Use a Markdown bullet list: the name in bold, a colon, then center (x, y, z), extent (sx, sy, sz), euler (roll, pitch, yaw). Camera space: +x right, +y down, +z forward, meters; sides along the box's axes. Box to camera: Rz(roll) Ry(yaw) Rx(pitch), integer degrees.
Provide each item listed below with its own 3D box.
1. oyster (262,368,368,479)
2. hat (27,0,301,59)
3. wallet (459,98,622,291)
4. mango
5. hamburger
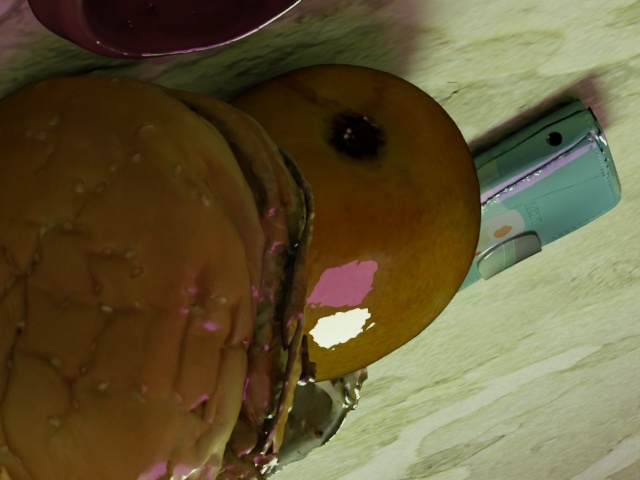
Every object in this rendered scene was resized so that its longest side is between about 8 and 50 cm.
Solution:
- **oyster**: center (-0.119, 0.149, 1.738), extent (0.361, 0.096, 0.221), euler (-40, 122, 21)
- **hat**: center (-0.080, -0.189, 1.060), extent (0.205, 0.089, 0.205), euler (-19, 155, -9)
- **wallet**: center (0.163, -0.029, 1.735), extent (0.250, 0.075, 0.176), euler (-28, 155, 4)
- **mango**: center (0.000, 0.000, 1.419), extent (0.264, 0.221, 0.378), euler (-34, 168, -11)
- **hamburger**: center (-0.140, 0.034, 1.211), extent (0.319, 0.318, 0.158), euler (-39, 157, 27)
